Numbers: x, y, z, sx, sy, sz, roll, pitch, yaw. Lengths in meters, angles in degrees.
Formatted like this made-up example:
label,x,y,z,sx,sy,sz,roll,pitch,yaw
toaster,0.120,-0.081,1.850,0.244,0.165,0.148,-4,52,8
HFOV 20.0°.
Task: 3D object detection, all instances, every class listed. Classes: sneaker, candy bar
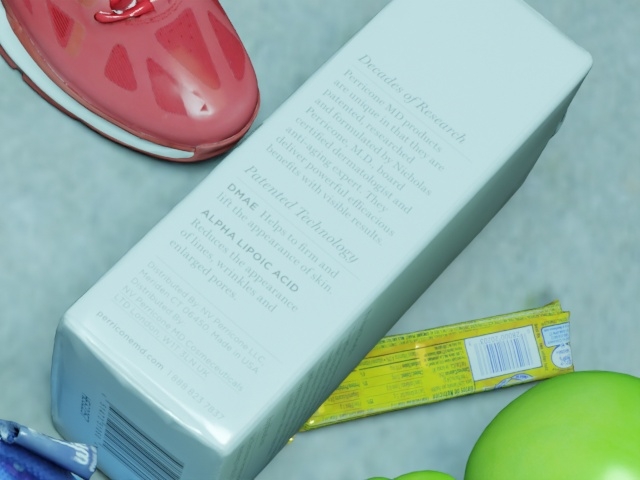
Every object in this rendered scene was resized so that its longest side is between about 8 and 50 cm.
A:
label,x,y,z,sx,sy,sz,roll,pitch,yaw
sneaker,-0.095,-0.129,0.716,0.221,0.128,0.087,44,67,-8
candy bar,0.046,0.056,0.799,0.161,0.018,0.040,-9,84,-25

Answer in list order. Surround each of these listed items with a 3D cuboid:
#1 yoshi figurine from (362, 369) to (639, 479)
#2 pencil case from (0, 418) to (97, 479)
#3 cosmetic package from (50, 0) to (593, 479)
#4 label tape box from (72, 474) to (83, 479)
label,x,y,z,sx,sy,sz,roll,pitch,yaw
yoshi figurine,0.159,0.192,0.719,0.362,0.203,0.203,48,25,-15
pencil case,-0.194,0.127,0.518,0.133,0.306,0.119,58,37,-28
cosmetic package,0.000,0.000,0.730,0.085,0.117,0.231,39,64,8
label tape box,-0.091,0.259,0.625,0.249,0.115,0.348,32,33,-14
